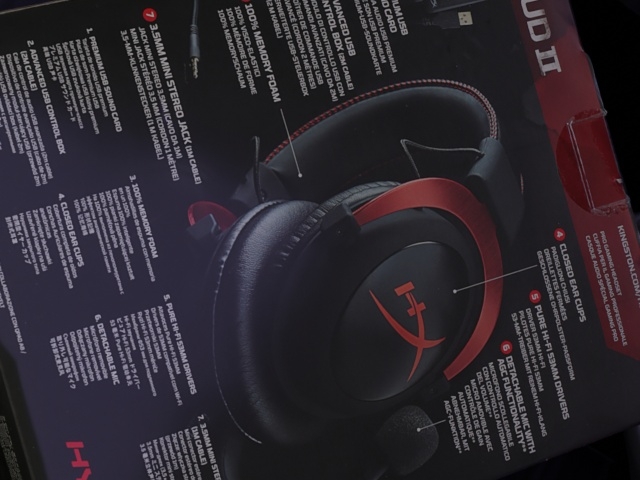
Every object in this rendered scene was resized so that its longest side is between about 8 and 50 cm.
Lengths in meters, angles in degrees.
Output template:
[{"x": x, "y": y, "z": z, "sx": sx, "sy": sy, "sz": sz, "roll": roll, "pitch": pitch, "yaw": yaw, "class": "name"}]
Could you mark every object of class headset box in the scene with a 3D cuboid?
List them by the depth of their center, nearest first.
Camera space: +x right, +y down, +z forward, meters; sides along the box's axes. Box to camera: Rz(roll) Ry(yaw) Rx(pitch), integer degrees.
[{"x": 0.000, "y": 0.000, "z": 0.557, "sx": 0.293, "sy": 0.110, "sz": 0.218, "roll": -17, "pitch": 91, "yaw": -22, "class": "headset box"}]

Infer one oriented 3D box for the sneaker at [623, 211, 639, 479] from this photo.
[{"x": 0.209, "y": 0.122, "z": 0.623, "sx": 0.106, "sy": 0.123, "sz": 0.290, "roll": -22, "pitch": 94, "yaw": -24, "class": "sneaker"}]
